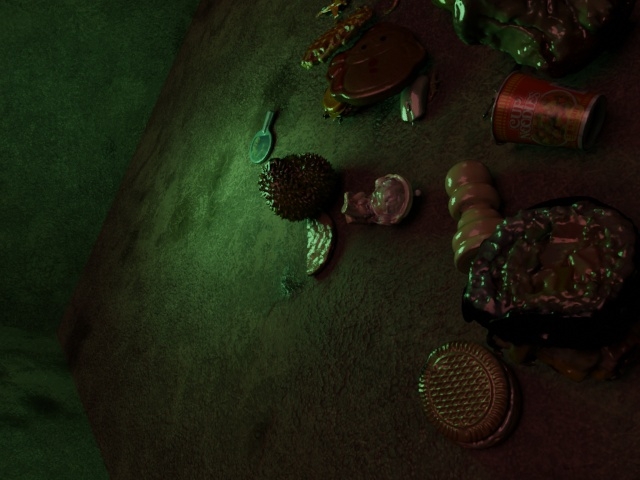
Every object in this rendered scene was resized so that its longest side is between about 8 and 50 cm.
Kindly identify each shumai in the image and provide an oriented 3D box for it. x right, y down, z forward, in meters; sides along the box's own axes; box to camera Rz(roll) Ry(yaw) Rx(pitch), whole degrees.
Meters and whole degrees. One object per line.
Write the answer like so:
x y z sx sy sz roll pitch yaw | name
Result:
0.554 -0.564 1.250 0.398 0.324 0.323 -32 70 1 | shumai

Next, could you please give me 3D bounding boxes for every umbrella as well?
0.527 -0.454 1.424 0.044 0.044 0.268 35 104 16 | umbrella

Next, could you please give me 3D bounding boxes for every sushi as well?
0.506 0.107 1.080 0.328 0.285 0.328 -10 47 39 | sushi

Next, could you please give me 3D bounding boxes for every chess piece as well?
0.403 -0.074 1.344 0.167 0.167 0.299 -31 48 35 | chess piece

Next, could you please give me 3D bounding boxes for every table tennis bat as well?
-0.243 -0.445 2.232 0.149 0.038 0.237 21 94 49 | table tennis bat

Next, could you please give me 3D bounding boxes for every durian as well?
-0.089 -0.185 1.830 0.291 0.291 0.224 38 144 47 | durian

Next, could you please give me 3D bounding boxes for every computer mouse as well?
0.294 -0.455 1.657 0.089 0.056 0.181 -7 71 49 | computer mouse

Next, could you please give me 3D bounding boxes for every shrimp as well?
0.244 -0.876 1.893 0.083 0.023 0.114 -39 54 33 | shrimp

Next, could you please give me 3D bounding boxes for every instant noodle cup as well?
0.553 -0.300 1.249 0.212 0.193 0.193 24 93 38 | instant noodle cup

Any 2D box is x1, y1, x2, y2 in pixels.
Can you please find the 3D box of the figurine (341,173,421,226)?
0.188 -0.119 1.576 0.237 0.141 0.162 -12 72 43 | figurine

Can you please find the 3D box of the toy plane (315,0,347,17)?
0.050 -0.946 2.104 0.188 0.062 0.135 -20 61 57 | toy plane

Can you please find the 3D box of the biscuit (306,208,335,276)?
0.002 -0.004 1.808 0.133 0.032 0.249 -20 61 41 | biscuit

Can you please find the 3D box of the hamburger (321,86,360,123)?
0.083 -0.508 1.869 0.190 0.093 0.163 -40 48 28 | hamburger

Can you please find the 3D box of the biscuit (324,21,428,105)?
0.181 -0.606 1.752 0.359 0.074 0.380 -14 54 21 | biscuit

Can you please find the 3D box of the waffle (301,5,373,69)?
0.057 -0.751 1.919 0.325 0.068 0.302 -25 28 27 | waffle

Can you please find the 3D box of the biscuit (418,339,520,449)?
0.355 0.372 1.261 0.259 0.079 0.258 -19 62 41 | biscuit

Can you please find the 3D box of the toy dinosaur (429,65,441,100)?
0.359 -0.495 1.622 0.041 0.026 0.113 14 95 65 | toy dinosaur

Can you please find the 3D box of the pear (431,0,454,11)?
0.427 -0.789 1.541 0.228 0.189 0.211 52 125 44 | pear
